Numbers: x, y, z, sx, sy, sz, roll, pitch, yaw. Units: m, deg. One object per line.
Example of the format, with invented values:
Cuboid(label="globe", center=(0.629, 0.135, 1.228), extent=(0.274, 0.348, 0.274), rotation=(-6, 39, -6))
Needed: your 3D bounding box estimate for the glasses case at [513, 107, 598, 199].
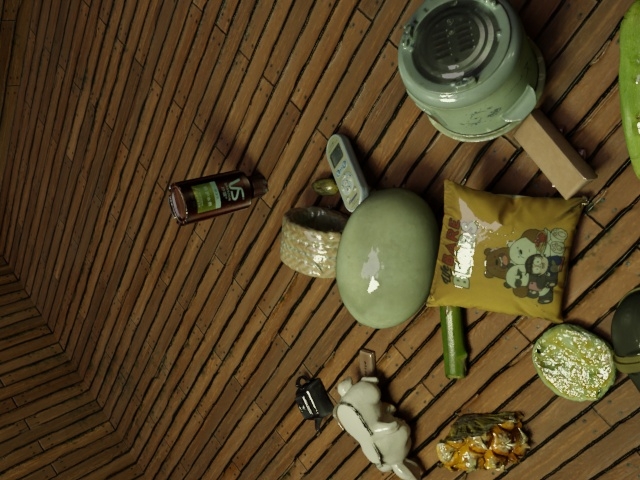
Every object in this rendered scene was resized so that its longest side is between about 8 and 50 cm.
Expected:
Cuboid(label="glasses case", center=(0.495, -0.178, 1.338), extent=(0.193, 0.070, 0.102), rotation=(57, 152, 20))

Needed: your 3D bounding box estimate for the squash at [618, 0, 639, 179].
Cuboid(label="squash", center=(0.611, -0.262, 1.172), extent=(0.118, 0.118, 0.371), rotation=(7, 110, 40))

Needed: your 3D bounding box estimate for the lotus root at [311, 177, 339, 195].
Cuboid(label="lotus root", center=(0.012, -0.150, 1.786), extent=(0.099, 0.054, 0.049), rotation=(4, 85, 40))

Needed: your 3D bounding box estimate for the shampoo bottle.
Cuboid(label="shampoo bottle", center=(-0.293, -0.136, 1.878), extent=(0.084, 0.323, 0.129), rotation=(-8, 97, 43))

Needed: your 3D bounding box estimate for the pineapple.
Cuboid(label="pineapple", center=(0.395, 0.499, 1.589), extent=(0.236, 0.186, 0.115), rotation=(-11, 92, 1))

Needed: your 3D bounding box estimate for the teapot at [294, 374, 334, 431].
Cuboid(label="teapot", center=(-0.033, 0.514, 2.006), extent=(0.087, 0.096, 0.177), rotation=(-32, 81, 43))

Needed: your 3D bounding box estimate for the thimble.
Cuboid(label="thimble", center=(-0.007, -0.001, 1.745), extent=(0.229, 0.196, 0.148), rotation=(-136, 44, -58))

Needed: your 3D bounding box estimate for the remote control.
Cuboid(label="remote control", center=(0.073, -0.180, 1.678), extent=(0.087, 0.047, 0.244), rotation=(-56, 43, 47))

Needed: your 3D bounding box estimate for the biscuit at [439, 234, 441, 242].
Cuboid(label="biscuit", center=(0.355, 0.052, 1.526), extent=(0.118, 0.061, 0.183), rotation=(-10, 103, 11))

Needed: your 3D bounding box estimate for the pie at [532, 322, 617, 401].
Cuboid(label="pie", center=(0.571, 0.274, 1.426), extent=(0.187, 0.041, 0.187), rotation=(14, 112, 39))

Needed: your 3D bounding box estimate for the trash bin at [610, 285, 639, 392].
Cuboid(label="trash bin", center=(0.683, 0.237, 1.200), extent=(0.214, 0.214, 0.334), rotation=(-29, 88, 43))

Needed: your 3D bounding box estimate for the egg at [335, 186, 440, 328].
Cuboid(label="egg", center=(0.166, 0.044, 1.563), extent=(0.258, 0.258, 0.352), rotation=(18, 107, 37))

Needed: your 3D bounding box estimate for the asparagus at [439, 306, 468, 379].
Cuboid(label="asparagus", center=(0.335, 0.233, 1.611), extent=(0.067, 0.060, 0.278), rotation=(7, 108, 53))

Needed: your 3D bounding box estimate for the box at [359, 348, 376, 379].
Cuboid(label="box", center=(0.138, 0.376, 1.858), extent=(0.048, 0.025, 0.115), rotation=(9, 109, 39))

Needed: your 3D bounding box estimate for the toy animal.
Cuboid(label="toy animal", center=(0.162, 0.544, 1.804), extent=(0.208, 0.154, 0.325), rotation=(-5, 108, 53))

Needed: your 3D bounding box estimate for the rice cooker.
Cuboid(label="rice cooker", center=(0.307, -0.352, 1.300), extent=(0.316, 0.316, 0.264), rotation=(43, 102, 24))

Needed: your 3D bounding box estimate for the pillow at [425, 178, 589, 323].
Cuboid(label="pillow", center=(0.406, 0.031, 1.413), extent=(0.312, 0.119, 0.310), rotation=(9, 114, 14))
